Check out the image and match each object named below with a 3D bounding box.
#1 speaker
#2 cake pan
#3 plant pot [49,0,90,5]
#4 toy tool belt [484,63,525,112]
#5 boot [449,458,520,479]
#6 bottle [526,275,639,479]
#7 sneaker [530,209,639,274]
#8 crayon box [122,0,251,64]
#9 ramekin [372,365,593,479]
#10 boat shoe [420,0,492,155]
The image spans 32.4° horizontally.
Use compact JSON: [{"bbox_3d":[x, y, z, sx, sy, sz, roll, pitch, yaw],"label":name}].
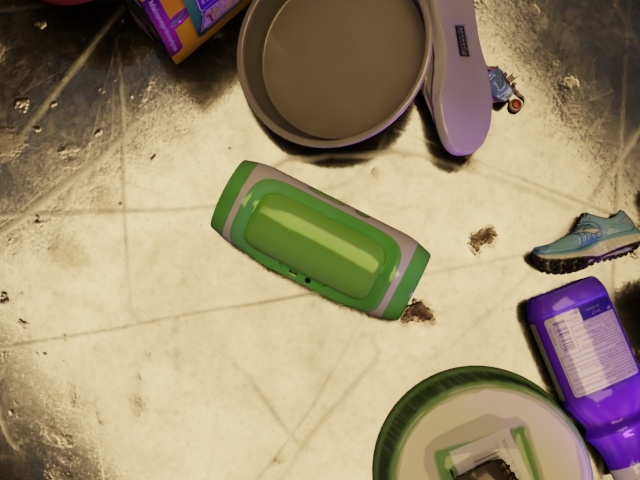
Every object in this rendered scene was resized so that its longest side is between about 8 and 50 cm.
[{"bbox_3d":[0.000,0.000,1.552,0.296,0.131,0.131,27,85,3],"label":"speaker"},{"bbox_3d":[0.023,-0.272,1.575,0.293,0.054,0.293,-3,82,19],"label":"cake pan"},{"bbox_3d":[-0.380,-0.460,1.541,0.275,0.243,0.275,0,85,1],"label":"plant pot"},{"bbox_3d":[0.265,-0.223,1.607,0.052,0.051,0.083,-44,86,-3],"label":"toy tool belt"},{"bbox_3d":[0.273,0.325,1.396,0.198,0.077,0.137,-20,79,-2],"label":"boot"},{"bbox_3d":[0.390,0.196,1.544,0.118,0.092,0.283,-22,85,-5],"label":"bottle"},{"bbox_3d":[0.378,-0.001,1.590,0.162,0.063,0.073,-15,67,-5],"label":"sneaker"},{"bbox_3d":[-0.134,-0.416,1.474,0.313,0.363,0.106,-43,85,-4],"label":"crayon box"},{"bbox_3d":[0.225,0.325,1.505,0.303,0.148,0.303,0,84,1],"label":"ramekin"},{"bbox_3d":[0.177,-0.246,1.591,0.096,0.088,0.267,-4,81,-31],"label":"boat shoe"}]
